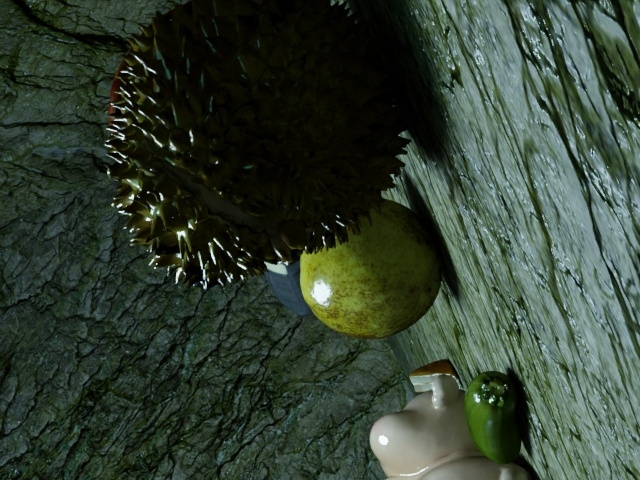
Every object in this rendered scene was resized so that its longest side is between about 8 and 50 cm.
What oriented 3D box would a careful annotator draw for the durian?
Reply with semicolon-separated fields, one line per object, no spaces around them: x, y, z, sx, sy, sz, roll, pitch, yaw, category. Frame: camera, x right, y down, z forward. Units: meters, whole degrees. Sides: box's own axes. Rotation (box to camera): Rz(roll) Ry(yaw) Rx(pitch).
-0.076;-0.120;1.255;0.348;0.347;0.384;68;177;-47;durian

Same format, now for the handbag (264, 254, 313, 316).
0.000;0.000;2.183;0.181;0.254;0.181;39;155;52;handbag

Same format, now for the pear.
0.074;0.034;1.540;0.197;0.197;0.197;156;90;-89;pear

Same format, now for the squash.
0.214;0.218;1.433;0.258;0.069;0.069;70;177;-59;squash

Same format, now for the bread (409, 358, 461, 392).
0.216;0.240;2.058;0.109;0.062;0.043;-7;115;44;bread

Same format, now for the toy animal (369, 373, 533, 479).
0.160;0.329;1.697;0.345;0.277;0.247;59;-159;-79;toy animal
